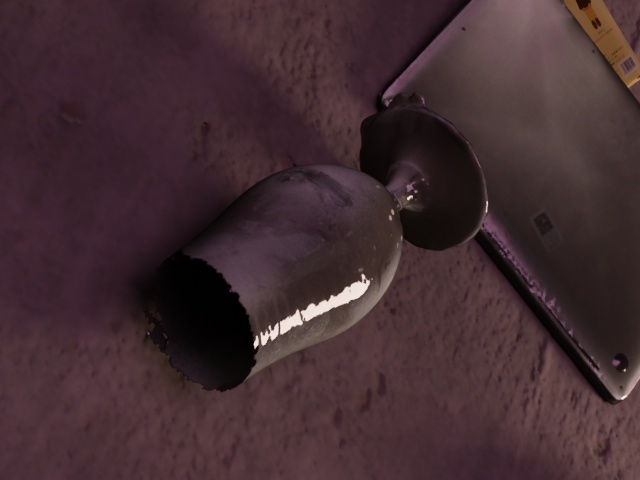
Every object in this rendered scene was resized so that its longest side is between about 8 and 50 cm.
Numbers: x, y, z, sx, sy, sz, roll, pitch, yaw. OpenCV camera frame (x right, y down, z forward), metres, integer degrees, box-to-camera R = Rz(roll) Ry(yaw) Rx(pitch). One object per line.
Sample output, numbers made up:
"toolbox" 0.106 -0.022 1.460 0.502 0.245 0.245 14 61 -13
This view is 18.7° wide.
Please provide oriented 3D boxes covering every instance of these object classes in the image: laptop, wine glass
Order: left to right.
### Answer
"wine glass" 0.000 0.000 1.110 0.222 0.103 0.103 -34 96 -45
"laptop" 0.168 -0.045 1.317 0.269 0.015 0.187 51 55 -13

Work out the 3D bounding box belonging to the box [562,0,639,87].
"box" 0.171 -0.164 1.377 0.073 0.020 0.149 -36 98 -42
